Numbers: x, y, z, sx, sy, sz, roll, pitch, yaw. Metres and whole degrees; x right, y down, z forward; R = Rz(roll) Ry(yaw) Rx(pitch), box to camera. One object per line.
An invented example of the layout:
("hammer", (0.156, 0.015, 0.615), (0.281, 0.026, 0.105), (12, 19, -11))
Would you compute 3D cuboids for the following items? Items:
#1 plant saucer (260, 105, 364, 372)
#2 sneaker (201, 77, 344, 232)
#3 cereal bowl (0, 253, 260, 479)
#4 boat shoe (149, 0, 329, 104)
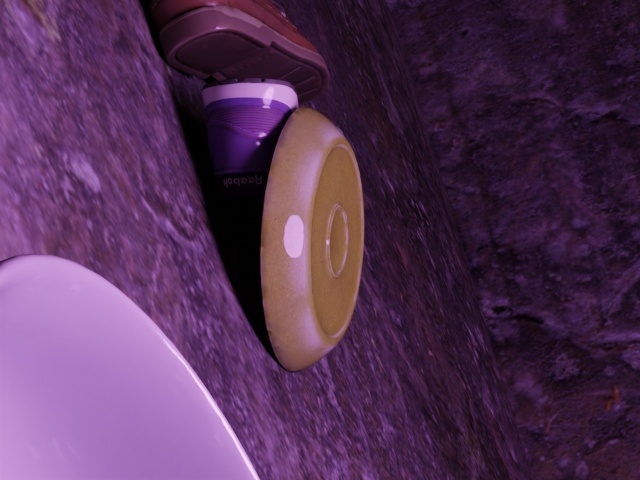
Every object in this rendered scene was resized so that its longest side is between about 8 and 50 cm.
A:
("plant saucer", (0.000, 0.000, 1.457), (0.241, 0.037, 0.241), (3, 90, -74))
("sneaker", (-0.048, -0.060, 1.524), (0.283, 0.107, 0.124), (28, 60, -72))
("cereal bowl", (-0.099, 0.183, 0.590), (0.339, 0.141, 0.339), (-22, 90, -79))
("boat shoe", (-0.074, -0.206, 1.582), (0.307, 0.111, 0.104), (33, 37, -72))
